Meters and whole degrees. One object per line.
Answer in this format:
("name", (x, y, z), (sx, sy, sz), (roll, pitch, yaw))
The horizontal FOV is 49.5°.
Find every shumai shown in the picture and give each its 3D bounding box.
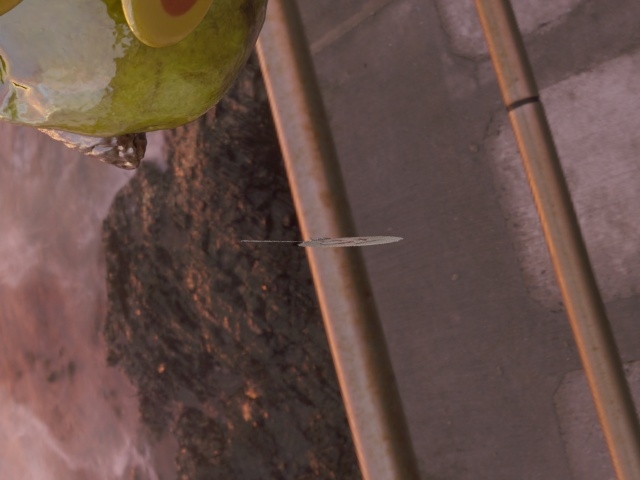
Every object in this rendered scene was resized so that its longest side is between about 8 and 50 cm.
("shumai", (-0.366, -0.288, 1.211), (0.283, 0.217, 0.346), (-58, 32, 5))

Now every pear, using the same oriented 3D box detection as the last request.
("pear", (-0.254, -0.306, 0.856), (0.352, 0.413, 0.352), (47, 158, 25))

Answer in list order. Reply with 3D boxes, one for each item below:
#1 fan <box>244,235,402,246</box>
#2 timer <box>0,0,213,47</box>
("fan", (0.000, -0.001, 1.202), (0.191, 0.329, 0.009), (-9, 82, 53))
("timer", (-0.121, -0.324, 0.485), (0.376, 0.376, 0.387), (33, 111, 37))
